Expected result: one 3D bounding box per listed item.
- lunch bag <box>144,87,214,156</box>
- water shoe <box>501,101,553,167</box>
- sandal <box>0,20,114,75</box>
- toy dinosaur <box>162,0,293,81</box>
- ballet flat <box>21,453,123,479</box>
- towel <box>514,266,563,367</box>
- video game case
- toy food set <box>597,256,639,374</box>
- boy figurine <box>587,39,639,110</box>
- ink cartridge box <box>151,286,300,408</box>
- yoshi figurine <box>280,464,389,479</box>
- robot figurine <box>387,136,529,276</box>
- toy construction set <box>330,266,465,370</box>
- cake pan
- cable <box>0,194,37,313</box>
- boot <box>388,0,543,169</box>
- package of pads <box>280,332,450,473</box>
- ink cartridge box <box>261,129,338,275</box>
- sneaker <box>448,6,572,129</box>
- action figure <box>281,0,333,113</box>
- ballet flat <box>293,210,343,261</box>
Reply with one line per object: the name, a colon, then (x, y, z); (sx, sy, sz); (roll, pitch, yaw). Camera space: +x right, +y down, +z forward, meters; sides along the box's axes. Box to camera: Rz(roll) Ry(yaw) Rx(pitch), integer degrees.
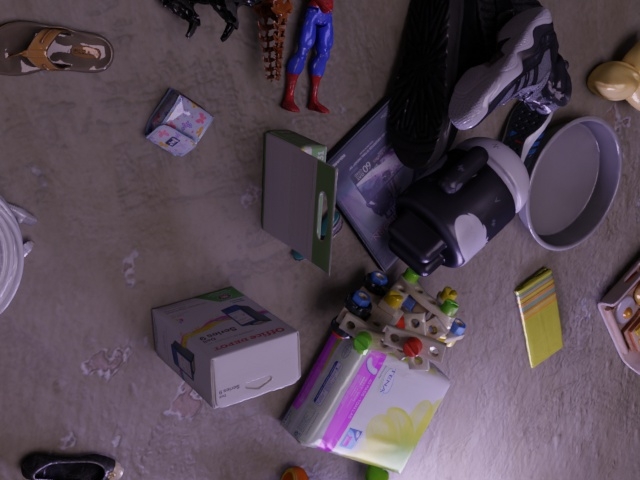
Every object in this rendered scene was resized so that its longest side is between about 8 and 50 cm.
lunch bag: (-0.211, -0.171, 1.292); (0.071, 0.053, 0.083); (32, 97, -38)
water shoe: (0.400, -0.201, 1.724); (0.203, 0.073, 0.080); (-59, 156, -1)
sandal: (-0.356, -0.251, 1.155); (0.180, 0.049, 0.072); (-5, 111, -35)
toy dinosaur: (-0.101, -0.386, 1.229); (0.218, 0.164, 0.321); (-39, 107, -37)
ballet flat: (-0.392, 0.372, 1.386); (0.173, 0.049, 0.057); (14, 101, -39)
towel: (0.495, 0.176, 1.968); (0.102, 0.021, 0.237); (-30, 125, -16)
video game case: (0.118, -0.097, 1.578); (0.196, 0.026, 0.274); (-46, 127, -12)
toy food set: (0.819, 0.171, 2.150); (0.220, 0.092, 0.306); (-45, 128, -13)
boy figurine: (0.686, -0.350, 1.841); (0.285, 0.092, 0.177); (-24, 121, -25)
ink cartridge box: (-0.150, 0.163, 1.368); (0.154, 0.212, 0.093); (-15, 116, -30)
yoshi figurine: (0.067, 0.552, 1.749); (0.362, 0.203, 0.202); (18, 57, -25)
robot figurine: (0.245, -0.065, 1.560); (0.278, 0.209, 0.173); (-42, 106, -14)
toy construction set: (0.149, 0.149, 1.552); (0.151, 0.215, 0.328); (-58, 172, 13)
cake pan: (0.522, -0.124, 1.839); (0.293, 0.054, 0.293); (-14, 117, -31)
cable: (-0.518, 0.023, 1.125); (0.257, 0.089, 0.257); (-53, 130, -6)
boot: (0.272, -0.282, 1.524); (0.260, 0.131, 0.347); (7, 96, -37)
package of pads: (0.096, 0.307, 1.680); (0.297, 0.101, 0.229); (28, 92, -41)
ink cartridge box: (-0.019, -0.065, 1.355); (0.056, 0.235, 0.171); (-8, 113, -30)
sneaker: (0.324, -0.246, 1.421); (0.153, 0.101, 0.268); (48, 66, -26)
action figure: (0.017, -0.332, 1.340); (0.092, 0.139, 0.280); (-5, 109, -36)
ballet flat: (0.000, 0.000, 1.525); (0.114, 0.041, 0.041); (-47, 129, -10)
